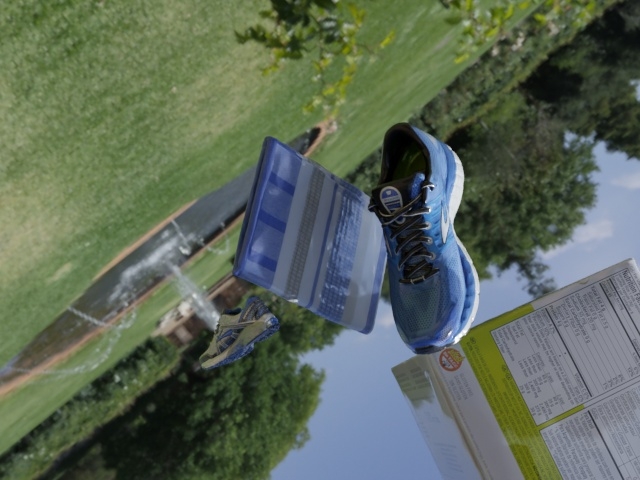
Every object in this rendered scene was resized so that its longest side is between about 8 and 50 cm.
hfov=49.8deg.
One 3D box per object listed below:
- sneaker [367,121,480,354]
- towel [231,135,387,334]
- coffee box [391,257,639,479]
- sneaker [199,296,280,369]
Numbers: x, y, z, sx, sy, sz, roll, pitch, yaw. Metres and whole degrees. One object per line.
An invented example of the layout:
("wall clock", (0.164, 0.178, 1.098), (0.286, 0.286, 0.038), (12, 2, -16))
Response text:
("sneaker", (0.118, -0.011, 0.912), (0.129, 0.330, 0.147), (-20, 148, 31))
("towel", (0.000, 0.000, 0.979), (0.034, 0.285, 0.209), (-7, -115, 42))
("coffee box", (0.348, 0.268, 1.058), (0.334, 0.338, 0.337), (-23, 169, -8))
("sneaker", (-0.107, 0.114, 0.861), (0.135, 0.058, 0.052), (-38, 163, 29))
